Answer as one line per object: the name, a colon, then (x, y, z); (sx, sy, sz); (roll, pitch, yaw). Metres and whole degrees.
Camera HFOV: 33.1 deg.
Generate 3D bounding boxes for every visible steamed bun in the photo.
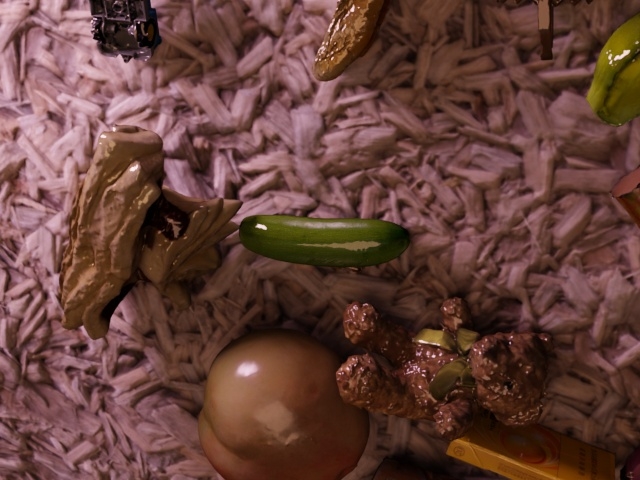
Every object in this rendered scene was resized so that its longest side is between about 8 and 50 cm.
steamed bun: (-0.275, 0.001, 1.768); (0.189, 0.247, 0.428); (38, 130, 14)

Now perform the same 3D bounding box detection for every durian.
durian: (0.481, -0.264, 1.515); (0.139, 0.101, 0.250); (29, 121, -35)

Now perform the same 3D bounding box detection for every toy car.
toy car: (-0.306, -0.380, 1.698); (0.097, 0.100, 0.191); (8, 131, 12)

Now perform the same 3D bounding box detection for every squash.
squash: (0.000, 0.002, 1.755); (0.292, 0.082, 0.082); (3, 110, 15)

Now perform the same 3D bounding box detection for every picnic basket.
picnic basket: (0.314, -0.343, 1.510); (0.137, 0.128, 0.179); (3, 101, 16)

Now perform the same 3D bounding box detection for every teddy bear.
teddy bear: (0.197, 0.196, 1.693); (0.296, 0.246, 0.222); (29, 139, -28)

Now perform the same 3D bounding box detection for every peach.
peach: (-0.063, 0.294, 1.788); (0.292, 0.247, 0.292); (2, 94, 31)

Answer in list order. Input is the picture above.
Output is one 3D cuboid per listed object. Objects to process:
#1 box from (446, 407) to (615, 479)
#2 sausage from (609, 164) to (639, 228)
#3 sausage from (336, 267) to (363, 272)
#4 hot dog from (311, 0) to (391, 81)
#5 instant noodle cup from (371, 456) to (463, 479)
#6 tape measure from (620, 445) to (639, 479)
box: (0.344, 0.346, 1.746); (0.269, 0.152, 0.044); (21, 111, 6)
sausage: (0.575, 0.051, 1.613); (0.082, 0.082, 0.372); (-36, 97, 24)
sausage: (0.024, 0.039, 1.797); (0.100, 0.015, 0.015); (11, 112, 11)
hot dog: (0.059, -0.343, 1.609); (0.073, 0.084, 0.243); (26, 113, 7)
instant noodle cup: (0.175, 0.483, 1.821); (0.207, 0.217, 0.218); (20, 114, 15)
tape measure: (0.556, 0.388, 1.743); (0.125, 0.074, 0.118); (46, 114, -6)
